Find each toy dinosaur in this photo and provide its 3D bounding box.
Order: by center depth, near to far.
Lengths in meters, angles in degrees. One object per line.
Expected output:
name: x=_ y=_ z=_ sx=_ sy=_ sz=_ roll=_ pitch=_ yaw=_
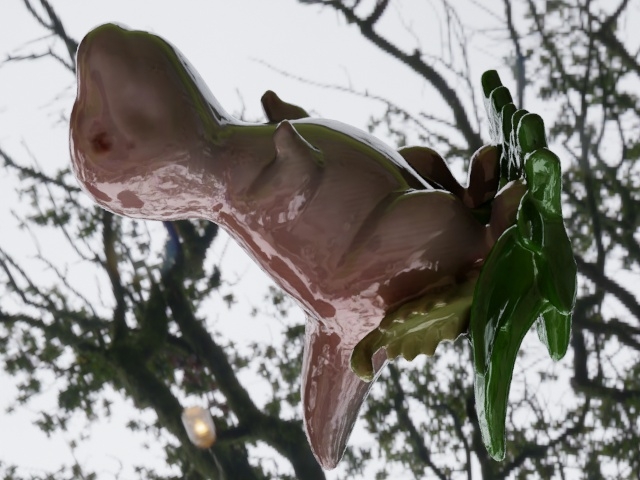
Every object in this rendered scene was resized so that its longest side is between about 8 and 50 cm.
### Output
toy dinosaur: x=0.001 y=0.005 z=0.379 sx=0.177 sy=0.194 sz=0.152 roll=-11 pitch=-150 yaw=4
